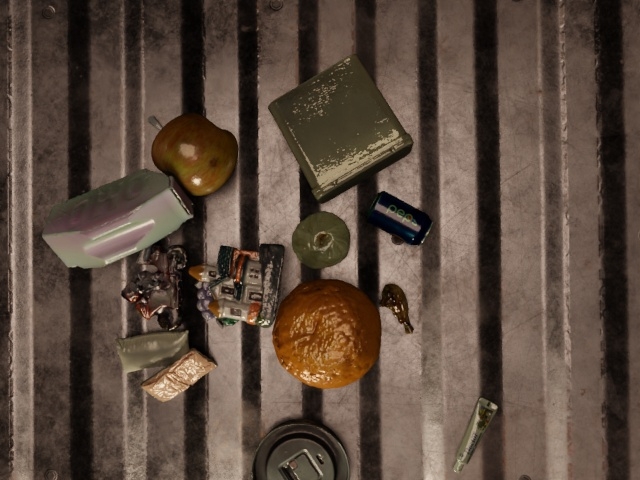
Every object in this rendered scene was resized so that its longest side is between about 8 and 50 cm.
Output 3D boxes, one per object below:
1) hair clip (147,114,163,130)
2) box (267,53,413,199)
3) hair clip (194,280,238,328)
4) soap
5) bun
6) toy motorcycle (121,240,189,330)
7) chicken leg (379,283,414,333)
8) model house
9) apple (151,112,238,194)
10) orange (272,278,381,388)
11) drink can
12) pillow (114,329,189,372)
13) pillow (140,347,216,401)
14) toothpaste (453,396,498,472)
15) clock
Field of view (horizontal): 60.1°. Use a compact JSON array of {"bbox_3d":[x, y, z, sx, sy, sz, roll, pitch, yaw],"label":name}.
[{"bbox_3d":[-0.542,-0.379,1.878,0.115,0.039,0.030,42,97,1],"label":"hair clip"},{"bbox_3d":[0.062,-0.355,1.774,0.351,0.177,0.344,-30,86,3],"label":"box"},{"bbox_3d":[-0.348,0.211,1.857,0.195,0.052,0.124,44,81,-2],"label":"hair clip"},{"bbox_3d":[-0.634,-0.075,1.756,0.445,0.261,0.156,-21,128,4],"label":"soap"},{"bbox_3d":[0.000,0.000,1.802,0.195,0.118,0.196,0,92,6],"label":"bun"},{"bbox_3d":[-0.540,0.090,1.826,0.207,0.134,0.402,6,91,-3],"label":"toy motorcycle"},{"bbox_3d":[0.252,0.228,1.813,0.093,0.070,0.178,-27,97,9],"label":"chicken leg"},{"bbox_3d":[-0.276,0.125,1.762,0.300,0.190,0.272,9,89,-4],"label":"model house"},{"bbox_3d":[-0.391,-0.282,1.764,0.264,0.264,0.265,0,89,3],"label":"apple"},{"bbox_3d":[0.027,0.285,1.711,0.340,0.293,0.341,-3,80,18],"label":"orange"},{"bbox_3d":[0.254,-0.069,1.786,0.204,0.118,0.118,28,91,4],"label":"drink can"},{"bbox_3d":[-0.549,0.374,1.848,0.253,0.078,0.144,-7,108,2],"label":"pillow"},{"bbox_3d":[-0.470,0.451,1.835,0.232,0.043,0.126,-34,131,3],"label":"pillow"},{"bbox_3d":[0.497,0.638,1.804,0.067,0.037,0.256,27,87,3],"label":"toothpaste"},{"bbox_3d":[-0.064,0.752,1.819,0.324,0.067,0.326,0,90,3],"label":"clock"}]
